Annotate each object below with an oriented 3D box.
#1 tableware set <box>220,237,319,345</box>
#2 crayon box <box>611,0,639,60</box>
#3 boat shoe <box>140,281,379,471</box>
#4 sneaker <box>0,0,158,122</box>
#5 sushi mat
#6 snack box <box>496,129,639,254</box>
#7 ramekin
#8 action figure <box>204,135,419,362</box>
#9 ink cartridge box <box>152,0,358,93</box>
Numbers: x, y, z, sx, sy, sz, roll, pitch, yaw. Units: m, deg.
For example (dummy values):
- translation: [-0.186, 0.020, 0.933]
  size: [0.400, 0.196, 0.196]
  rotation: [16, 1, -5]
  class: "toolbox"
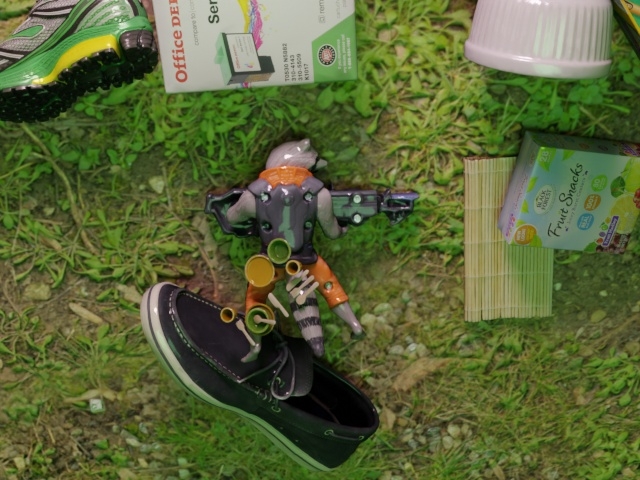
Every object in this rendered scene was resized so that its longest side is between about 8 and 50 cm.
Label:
- translation: [-0.084, 0.074, 1.576]
  size: [0.154, 0.024, 0.104]
  rotation: [-43, 77, 18]
  class: "tableware set"
- translation: [0.481, -0.306, 1.522]
  size: [0.081, 0.165, 0.278]
  rotation: [-33, 117, 14]
  class: "crayon box"
- translation: [-0.089, 0.212, 1.763]
  size: [0.156, 0.187, 0.500]
  rotation: [-33, 123, 26]
  class: "boat shoe"
- translation: [-0.387, -0.267, 1.527]
  size: [0.343, 0.146, 0.134]
  rotation: [-17, 163, 18]
  class: "sneaker"
- translation: [0.312, 0.001, 1.770]
  size: [0.151, 0.019, 0.317]
  rotation: [-6, 120, -2]
  class: "sushi mat"
- translation: [0.403, -0.073, 1.689]
  size: [0.207, 0.070, 0.175]
  rotation: [5, 118, -14]
  class: "snack box"
- translation: [0.309, -0.300, 1.498]
  size: [0.207, 0.207, 0.109]
  rotation: [3, 110, -5]
  class: "ramekin"
- translation: [0.000, 0.000, 1.642]
  size: [0.341, 0.178, 0.330]
  rotation: [-9, 94, -4]
  class: "action figure"
- translation: [-0.093, -0.324, 1.502]
  size: [0.278, 0.117, 0.201]
  rotation: [-5, 120, -1]
  class: "ink cartridge box"
